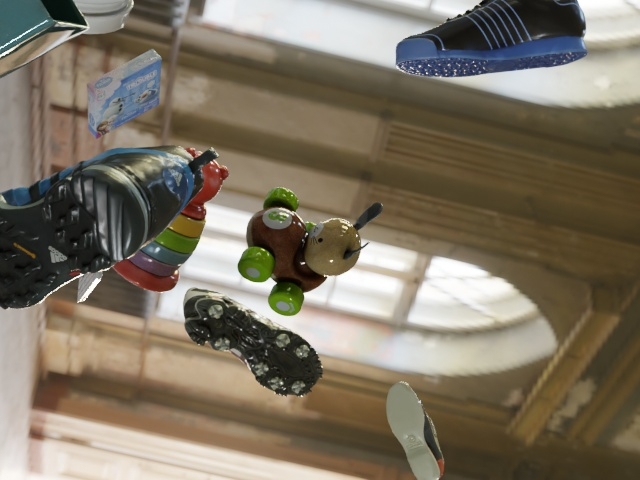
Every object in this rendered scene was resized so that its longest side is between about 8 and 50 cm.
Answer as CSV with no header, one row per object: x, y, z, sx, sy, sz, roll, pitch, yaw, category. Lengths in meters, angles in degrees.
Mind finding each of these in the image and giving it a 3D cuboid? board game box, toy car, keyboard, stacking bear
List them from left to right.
-0.367,0.046,1.763,0.256,0.014,0.072,149,-59,-68,keyboard
-0.223,-0.166,1.263,0.090,0.020,0.090,-34,162,-24,board game box
-0.301,-0.053,2.264,0.289,0.175,0.164,-57,-165,15,stacking bear
0.000,0.000,1.602,0.188,0.149,0.155,-17,-144,34,toy car

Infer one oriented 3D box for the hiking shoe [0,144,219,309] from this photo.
-0.228,-0.013,1.020,0.132,0.304,0.113,-32,108,-46,hiking shoe

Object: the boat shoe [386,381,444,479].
0.121,0.238,1.394,0.043,0.049,0.137,-32,101,-65,boat shoe

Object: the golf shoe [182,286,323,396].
-0.108,0.156,1.822,0.105,0.273,0.120,-50,-153,6,golf shoe

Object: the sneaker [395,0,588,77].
0.197,-0.248,1.304,0.081,0.232,0.091,129,-45,-78,sneaker

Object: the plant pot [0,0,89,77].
-0.405,-0.238,1.192,0.234,0.166,0.165,-32,-174,6,plant pot

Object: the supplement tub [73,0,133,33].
-0.368,-0.517,1.729,0.241,0.241,0.331,-82,-170,-59,supplement tub
